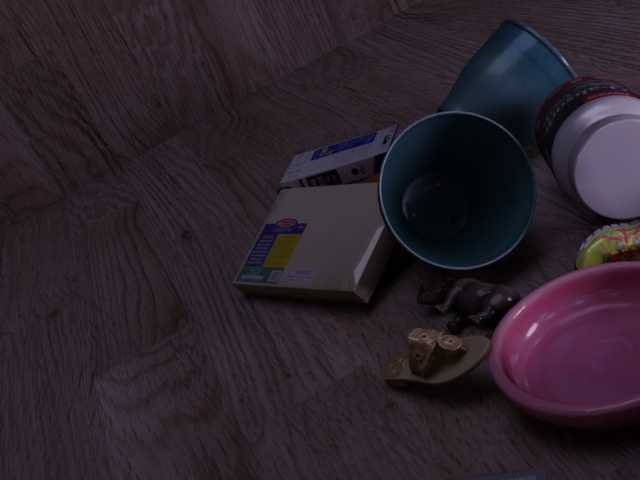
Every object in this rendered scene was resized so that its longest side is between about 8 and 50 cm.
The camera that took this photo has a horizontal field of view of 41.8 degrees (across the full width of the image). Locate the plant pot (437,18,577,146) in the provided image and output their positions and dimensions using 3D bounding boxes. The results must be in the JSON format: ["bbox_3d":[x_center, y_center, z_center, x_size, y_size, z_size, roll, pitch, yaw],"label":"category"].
[{"bbox_3d":[0.420,-0.321,1.933,0.255,0.271,0.271,-42,26,0],"label":"plant pot"}]

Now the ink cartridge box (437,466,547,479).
[{"bbox_3d":[0.131,0.417,0.958,0.309,0.130,0.272,-14,27,23],"label":"ink cartridge box"}]

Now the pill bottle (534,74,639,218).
[{"bbox_3d":[0.521,-0.175,1.539,0.210,0.210,0.363,-20,16,13],"label":"pill bottle"}]

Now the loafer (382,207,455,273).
[{"bbox_3d":[0.179,-0.011,1.753,0.251,0.087,0.094,-25,26,4],"label":"loafer"}]

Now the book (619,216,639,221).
[{"bbox_3d":[0.624,-0.074,1.521,0.144,0.035,0.096,-3,36,42],"label":"book"}]

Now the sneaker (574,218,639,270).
[{"bbox_3d":[0.525,0.015,1.394,0.208,0.081,0.094,-26,28,0],"label":"sneaker"}]

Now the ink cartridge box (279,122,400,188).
[{"bbox_3d":[0.063,-0.212,2.266,0.333,0.065,0.165,-15,28,26],"label":"ink cartridge box"}]

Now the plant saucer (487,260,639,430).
[{"bbox_3d":[0.415,0.160,1.224,0.332,0.084,0.332,-22,25,11],"label":"plant saucer"}]

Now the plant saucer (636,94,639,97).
[{"bbox_3d":[0.659,-0.266,1.838,0.200,0.037,0.200,-21,27,11],"label":"plant saucer"}]

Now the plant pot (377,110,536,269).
[{"bbox_3d":[0.239,-0.081,1.603,0.290,0.290,0.195,-31,-3,-8],"label":"plant pot"}]

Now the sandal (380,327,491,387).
[{"bbox_3d":[0.159,0.180,1.343,0.240,0.079,0.088,-26,28,52],"label":"sandal"}]

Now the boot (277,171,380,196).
[{"bbox_3d":[0.045,-0.118,2.071,0.280,0.096,0.264,-28,25,-5],"label":"boot"}]

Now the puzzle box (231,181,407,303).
[{"bbox_3d":[0.000,0.000,1.818,0.409,0.052,0.272,1,57,49],"label":"puzzle box"}]

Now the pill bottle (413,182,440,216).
[{"bbox_3d":[0.277,-0.118,1.855,0.094,0.094,0.169,7,41,49],"label":"pill bottle"}]

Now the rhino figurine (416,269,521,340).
[{"bbox_3d":[0.255,0.108,1.482,0.106,0.073,0.243,-41,27,-19],"label":"rhino figurine"}]

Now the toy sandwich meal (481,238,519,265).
[{"bbox_3d":[0.348,0.018,1.614,0.085,0.029,0.085,-23,28,13],"label":"toy sandwich meal"}]
